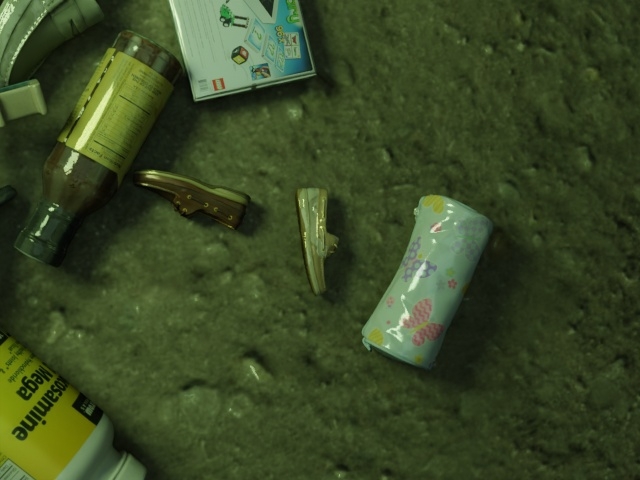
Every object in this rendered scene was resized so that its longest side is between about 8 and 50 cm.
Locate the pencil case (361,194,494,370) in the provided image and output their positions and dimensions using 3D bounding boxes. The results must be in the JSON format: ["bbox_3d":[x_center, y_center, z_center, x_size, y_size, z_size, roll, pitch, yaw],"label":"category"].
[{"bbox_3d":[0.167,0.064,1.250,0.124,0.113,0.273,24,85,-2],"label":"pencil case"}]

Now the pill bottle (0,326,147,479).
[{"bbox_3d":[-0.409,0.265,1.087,0.334,0.188,0.188,42,82,-10],"label":"pill bottle"}]

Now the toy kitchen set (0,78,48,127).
[{"bbox_3d":[-0.466,-0.245,1.025,0.166,0.122,0.207,-23,116,-22],"label":"toy kitchen set"}]

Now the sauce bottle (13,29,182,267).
[{"bbox_3d":[-0.323,-0.128,1.141,0.111,0.111,0.344,30,86,-11],"label":"sauce bottle"}]

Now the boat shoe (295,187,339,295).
[{"bbox_3d":[0.000,0.000,1.237,0.059,0.063,0.170,-8,92,-6],"label":"boat shoe"}]

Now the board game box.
[{"bbox_3d":[-0.135,-0.375,1.206,0.193,0.053,0.305,-14,94,-11],"label":"board game box"}]

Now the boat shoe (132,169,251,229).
[{"bbox_3d":[-0.195,-0.062,1.192,0.178,0.064,0.060,16,85,-15],"label":"boat shoe"}]

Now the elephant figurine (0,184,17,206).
[{"bbox_3d":[-0.582,-0.057,1.071,0.239,0.186,0.169,1,54,19],"label":"elephant figurine"}]

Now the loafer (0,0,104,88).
[{"bbox_3d":[-0.361,-0.337,1.128,0.111,0.112,0.319,29,84,-3],"label":"loafer"}]
